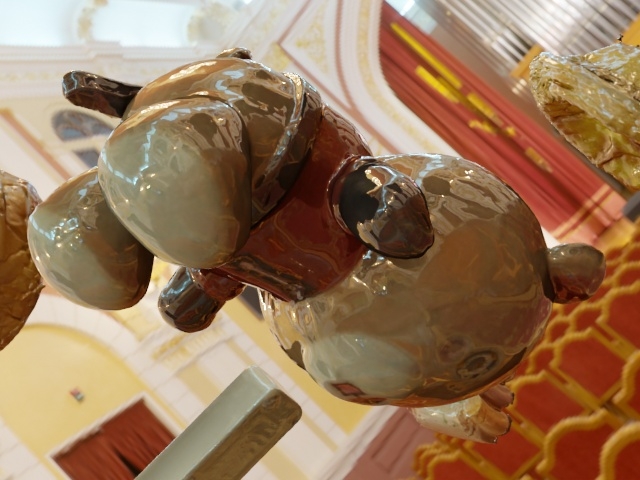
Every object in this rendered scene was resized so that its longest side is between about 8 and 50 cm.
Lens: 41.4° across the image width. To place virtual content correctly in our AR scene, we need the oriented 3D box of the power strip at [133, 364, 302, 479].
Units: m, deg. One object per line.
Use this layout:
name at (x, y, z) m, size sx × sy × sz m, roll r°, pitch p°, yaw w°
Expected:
power strip at (-0.184, 0.310, 1.006) m, size 0.385 × 0.062 × 0.091 m, roll -45°, pitch -40°, yaw -4°

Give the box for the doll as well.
doll at (0.000, 0.000, 0.518) m, size 0.235 × 0.330 × 0.174 m, roll -29°, pitch 44°, yaw 40°

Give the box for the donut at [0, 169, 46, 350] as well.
donut at (-0.549, 0.024, 1.345) m, size 0.160 × 0.330 × 0.330 m, roll 10°, pitch -51°, yaw -44°

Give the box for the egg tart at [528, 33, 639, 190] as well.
egg tart at (0.372, -0.140, 0.987) m, size 0.116 × 0.295 × 0.295 m, roll -47°, pitch -9°, yaw 5°

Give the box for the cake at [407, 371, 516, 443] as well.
cake at (0.174, 0.125, 1.019) m, size 0.090 × 0.109 × 0.225 m, roll 21°, pitch -105°, yaw -47°
